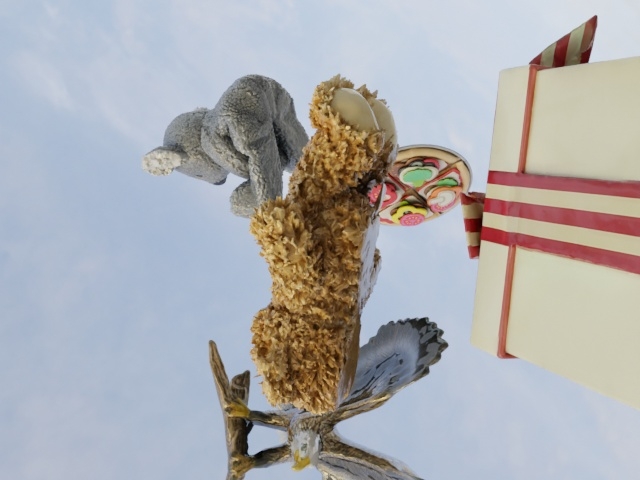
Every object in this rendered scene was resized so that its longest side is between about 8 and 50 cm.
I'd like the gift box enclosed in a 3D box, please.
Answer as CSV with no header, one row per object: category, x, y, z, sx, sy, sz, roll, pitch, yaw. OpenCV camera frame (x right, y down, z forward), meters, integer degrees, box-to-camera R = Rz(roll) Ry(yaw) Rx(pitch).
gift box,0.275,-0.027,0.569,0.255,0.258,0.276,8,-88,-22

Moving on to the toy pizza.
toy pizza,0.146,-0.078,1.236,0.201,0.201,0.032,12,-130,-25

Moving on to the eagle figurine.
eagle figurine,0.022,0.233,0.940,0.298,0.226,0.225,-8,-144,10

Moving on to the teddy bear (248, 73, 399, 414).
teddy bear,0.000,0.000,0.783,0.113,0.338,0.245,13,-157,15

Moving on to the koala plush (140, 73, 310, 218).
koala plush,-0.158,-0.158,1.220,0.196,0.221,0.203,-59,-40,-46
